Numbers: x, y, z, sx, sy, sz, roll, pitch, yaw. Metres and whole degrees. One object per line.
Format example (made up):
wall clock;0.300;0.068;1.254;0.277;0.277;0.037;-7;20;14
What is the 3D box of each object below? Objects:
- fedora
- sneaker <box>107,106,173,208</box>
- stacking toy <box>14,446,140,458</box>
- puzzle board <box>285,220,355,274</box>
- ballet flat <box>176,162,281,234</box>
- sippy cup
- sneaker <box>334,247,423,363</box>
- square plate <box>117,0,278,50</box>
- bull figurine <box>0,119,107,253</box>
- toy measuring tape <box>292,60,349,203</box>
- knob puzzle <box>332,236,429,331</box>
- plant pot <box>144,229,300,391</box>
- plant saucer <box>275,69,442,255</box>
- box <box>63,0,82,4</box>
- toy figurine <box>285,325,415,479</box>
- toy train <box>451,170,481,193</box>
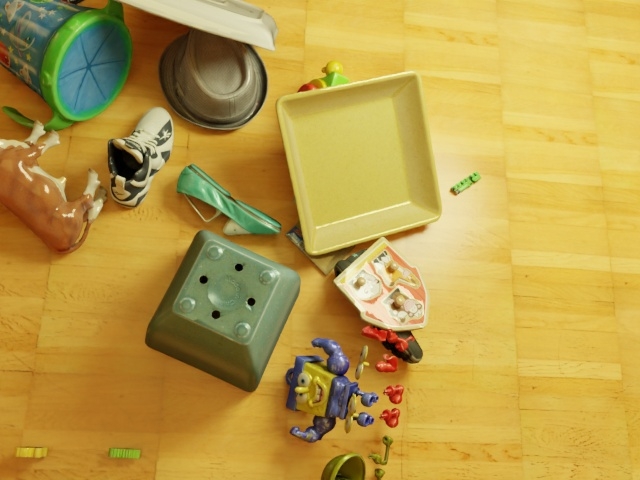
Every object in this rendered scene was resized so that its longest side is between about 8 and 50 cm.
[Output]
fedora;-0.234;-0.384;1.395;0.243;0.124;0.276;-13;77;-14
sneaker;-0.371;-0.194;1.301;0.094;0.153;0.235;26;72;-3
stacking toy;-0.451;0.464;1.149;0.221;0.052;0.167;5;73;-9
puzzle board;0.000;0.000;1.383;0.128;0.011;0.096;44;73;5
ballet flat;-0.201;-0.063;1.341;0.247;0.083;0.087;34;96;1
sippy cup;-0.551;-0.399;1.305;0.224;0.240;0.305;30;60;11
sneaker;0.142;0.133;1.322;0.106;0.101;0.267;-32;82;-19
square plate;-0.252;-0.495;1.331;0.344;0.347;0.049;15;114;-9
bull figurine;-0.562;-0.118;1.227;0.188;0.101;0.310;-49;120;-19
toy measuring tape;-0.019;-0.243;1.417;0.121;0.121;0.330;16;92;-5
knob puzzle;0.147;0.101;1.281;0.213;0.030;0.213;10;57;-16
plant pot;-0.177;0.119;1.192;0.247;0.252;0.247;25;71;-2
plant saucer;0.079;-0.169;1.355;0.332;0.081;0.333;-15;103;-18
box;-0.676;-0.564;1.361;0.270;0.143;0.165;-35;81;-17
toy figurine;0.022;0.323;1.245;0.217;0.191;0.363;14;96;35
toy train;0.342;-0.135;1.478;0.083;0.017;0.024;-33;92;-17
